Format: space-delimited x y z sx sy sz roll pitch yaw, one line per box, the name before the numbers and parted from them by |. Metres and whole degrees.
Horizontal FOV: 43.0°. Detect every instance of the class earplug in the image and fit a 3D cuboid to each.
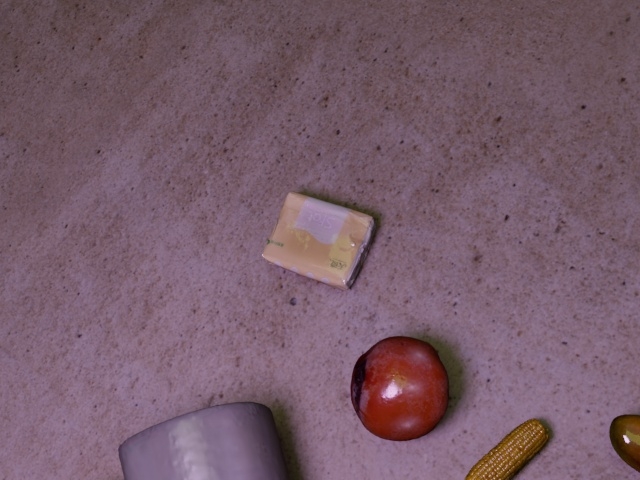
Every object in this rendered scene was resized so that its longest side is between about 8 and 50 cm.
earplug | -0.185 0.541 1.536 0.313 0.312 0.394 -22 67 3

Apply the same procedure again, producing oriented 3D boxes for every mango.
mango | 0.671 0.392 1.505 0.268 0.111 0.133 18 88 18

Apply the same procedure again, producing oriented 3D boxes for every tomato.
tomato | 0.152 0.293 1.616 0.184 0.208 0.208 -3 65 -9

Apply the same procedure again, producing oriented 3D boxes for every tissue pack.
tissue pack | 0.000 0.000 1.846 0.222 0.090 0.186 19 74 20

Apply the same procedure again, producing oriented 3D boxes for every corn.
corn | 0.361 0.428 1.586 0.207 0.068 0.068 -41 64 -5
